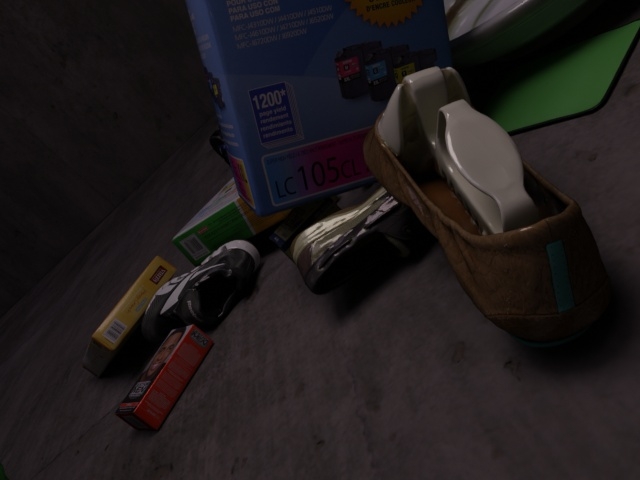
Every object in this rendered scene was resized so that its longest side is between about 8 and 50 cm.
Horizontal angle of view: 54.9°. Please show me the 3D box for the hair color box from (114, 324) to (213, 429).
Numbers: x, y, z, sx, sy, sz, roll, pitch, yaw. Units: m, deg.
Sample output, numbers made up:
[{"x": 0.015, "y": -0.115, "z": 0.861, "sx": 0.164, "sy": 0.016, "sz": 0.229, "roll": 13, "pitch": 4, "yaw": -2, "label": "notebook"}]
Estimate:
[{"x": -0.212, "y": 0.186, "z": 0.841, "sx": 0.072, "sy": 0.043, "sz": 0.141, "roll": -21, "pitch": 31, "yaw": 48, "label": "hair color box"}]

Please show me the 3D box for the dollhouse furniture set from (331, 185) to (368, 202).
[{"x": 0.002, "y": -0.084, "z": 0.891, "sx": 0.114, "sy": 0.081, "sz": 0.091, "roll": -46, "pitch": 21, "yaw": -3, "label": "dollhouse furniture set"}]

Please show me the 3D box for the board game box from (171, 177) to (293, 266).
[{"x": -0.086, "y": -0.107, "z": 1.062, "sx": 0.242, "sy": 0.064, "sz": 0.317, "roll": -25, "pitch": 20, "yaw": 41, "label": "board game box"}]

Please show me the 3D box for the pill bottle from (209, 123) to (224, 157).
[{"x": -0.185, "y": -0.310, "z": 1.598, "sx": 0.219, "sy": 0.123, "sz": 0.122, "roll": -54, "pitch": 23, "yaw": -22, "label": "pill bottle"}]

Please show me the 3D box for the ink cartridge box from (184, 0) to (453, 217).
[{"x": -0.009, "y": -0.258, "z": 0.695, "sx": 0.269, "sy": 0.396, "sz": 0.151, "roll": -18, "pitch": 17, "yaw": -15, "label": "ink cartridge box"}]

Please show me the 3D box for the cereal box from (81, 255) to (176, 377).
[{"x": -0.340, "y": 0.139, "z": 1.078, "sx": 0.173, "sy": 0.047, "sz": 0.240, "roll": -58, "pitch": 10, "yaw": -32, "label": "cereal box"}]

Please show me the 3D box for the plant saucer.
[{"x": 0.290, "y": -0.350, "z": 0.830, "sx": 0.400, "sy": 0.100, "sz": 0.401, "roll": -38, "pitch": 22, "yaw": 18, "label": "plant saucer"}]

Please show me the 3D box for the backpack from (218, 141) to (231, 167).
[{"x": -0.170, "y": -0.200, "z": 1.402, "sx": 0.101, "sy": 0.098, "sz": 0.120, "roll": -42, "pitch": 20, "yaw": -3, "label": "backpack"}]

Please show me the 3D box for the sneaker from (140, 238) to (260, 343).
[{"x": -0.191, "y": 0.093, "z": 0.927, "sx": 0.234, "sy": 0.078, "sz": 0.106, "roll": -37, "pitch": 20, "yaw": 15, "label": "sneaker"}]

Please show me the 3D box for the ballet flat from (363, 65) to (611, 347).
[{"x": 0.108, "y": -0.065, "z": 0.500, "sx": 0.116, "sy": 0.124, "sz": 0.342, "roll": -21, "pitch": 37, "yaw": 1, "label": "ballet flat"}]

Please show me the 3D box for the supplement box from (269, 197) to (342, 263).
[{"x": 0.000, "y": 0.000, "z": 0.738, "sx": 0.083, "sy": 0.083, "sz": 0.056, "roll": -47, "pitch": 21, "yaw": -5, "label": "supplement box"}]

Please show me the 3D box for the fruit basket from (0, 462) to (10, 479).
[{"x": -0.381, "y": 0.310, "z": 0.482, "sx": 0.283, "sy": 0.392, "sz": 0.392, "roll": -53, "pitch": 23, "yaw": -21, "label": "fruit basket"}]

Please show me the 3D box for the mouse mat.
[{"x": 0.257, "y": -0.175, "z": 0.698, "sx": 0.189, "sy": 0.007, "sz": 0.153, "roll": -7, "pitch": 43, "yaw": 56, "label": "mouse mat"}]

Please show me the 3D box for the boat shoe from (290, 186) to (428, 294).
[{"x": 0.076, "y": -0.012, "z": 0.648, "sx": 0.223, "sy": 0.080, "sz": 0.074, "roll": -28, "pitch": 53, "yaw": 8, "label": "boat shoe"}]
